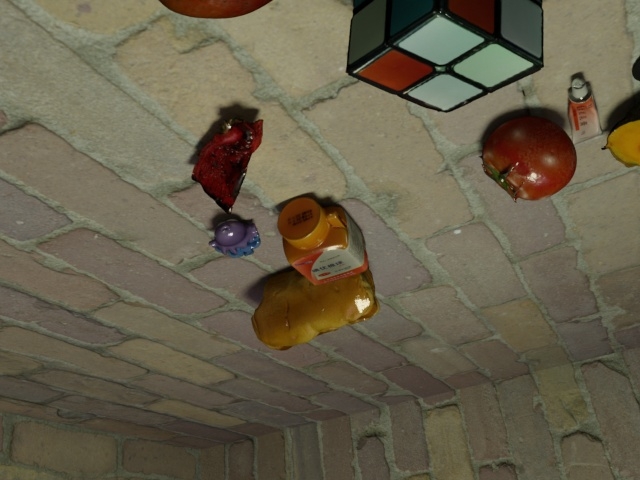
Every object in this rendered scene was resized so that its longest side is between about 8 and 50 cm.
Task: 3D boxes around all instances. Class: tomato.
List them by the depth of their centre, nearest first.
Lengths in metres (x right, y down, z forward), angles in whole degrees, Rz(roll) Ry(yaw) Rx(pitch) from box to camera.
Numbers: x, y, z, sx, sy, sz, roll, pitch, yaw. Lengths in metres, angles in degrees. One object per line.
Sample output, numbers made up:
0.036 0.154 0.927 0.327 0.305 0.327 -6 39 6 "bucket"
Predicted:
0.388 -0.152 1.116 0.167 0.168 0.167 -5 150 -3 "tomato"

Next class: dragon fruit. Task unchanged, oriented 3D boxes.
-0.166 -0.143 1.054 0.092 0.123 0.192 21 145 -15 "dragon fruit"

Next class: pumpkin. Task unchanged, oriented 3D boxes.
0.616 -0.231 1.073 0.162 0.111 0.278 10 164 5 "pumpkin"

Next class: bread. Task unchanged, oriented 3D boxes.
-0.021 0.152 1.520 0.343 0.195 0.148 -25 152 24 "bread"

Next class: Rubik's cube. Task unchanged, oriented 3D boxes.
0.155 -0.286 0.764 0.180 0.167 0.183 14 163 -33 "Rubik's cube"

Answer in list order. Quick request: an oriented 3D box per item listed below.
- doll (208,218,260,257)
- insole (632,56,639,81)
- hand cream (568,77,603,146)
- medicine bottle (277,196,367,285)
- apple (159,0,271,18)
-0.187 0.000 1.350 0.109 0.067 0.206 -22 161 0 "doll"
0.702 -0.306 1.042 0.348 0.009 0.119 -2 149 -8 "insole"
0.481 -0.230 1.112 0.052 0.038 0.216 9 164 32 "hand cream"
0.000 0.001 1.332 0.149 0.112 0.222 -17 149 18 "medicine bottle"
-0.106 -0.337 0.613 0.233 0.234 0.234 -5 150 -3 "apple"
